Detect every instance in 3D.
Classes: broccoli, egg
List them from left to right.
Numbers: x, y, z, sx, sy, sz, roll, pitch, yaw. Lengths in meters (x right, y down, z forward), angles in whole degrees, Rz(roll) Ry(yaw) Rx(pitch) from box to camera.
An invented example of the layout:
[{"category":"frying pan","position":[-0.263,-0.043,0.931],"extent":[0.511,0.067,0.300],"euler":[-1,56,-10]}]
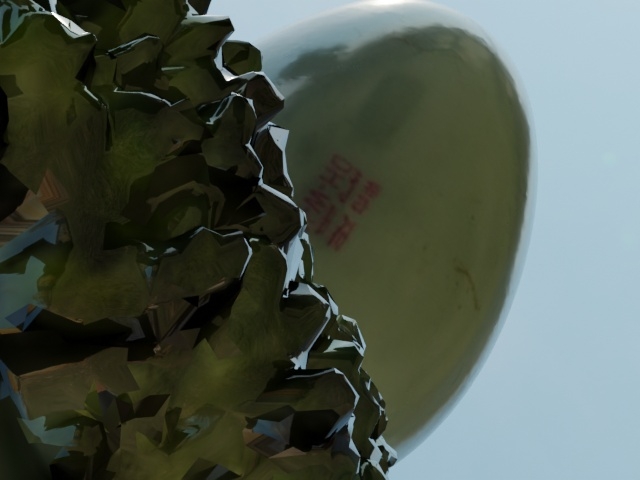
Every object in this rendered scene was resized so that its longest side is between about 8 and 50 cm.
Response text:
[{"category":"broccoli","position":[-0.152,0.044,0.537],"extent":[0.281,0.348,0.293],"euler":[-15,-100,-39]},{"category":"egg","position":[0.000,0.000,0.875],"extent":[0.183,0.183,0.264],"euler":[52,-122,-28]}]
